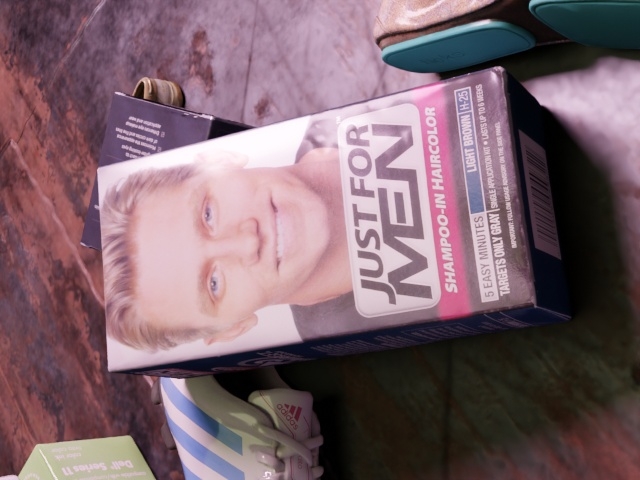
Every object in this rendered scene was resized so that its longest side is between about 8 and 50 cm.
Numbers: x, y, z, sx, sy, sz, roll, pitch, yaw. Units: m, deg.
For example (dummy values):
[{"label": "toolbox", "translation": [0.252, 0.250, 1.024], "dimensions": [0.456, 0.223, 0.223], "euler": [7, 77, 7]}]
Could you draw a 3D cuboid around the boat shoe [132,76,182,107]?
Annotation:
[{"label": "boat shoe", "translation": [-0.201, -0.105, 1.120], "dimensions": [0.153, 0.048, 0.056], "euler": [-52, 53, 25]}]

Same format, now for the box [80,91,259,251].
[{"label": "box", "translation": [-0.137, -0.048, 1.023], "dimensions": [0.156, 0.093, 0.158], "euler": [20, 98, 43]}]

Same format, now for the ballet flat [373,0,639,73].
[{"label": "ballet flat", "translation": [0.163, -0.189, 0.753], "dimensions": [0.316, 0.108, 0.106], "euler": [3, 80, 42]}]

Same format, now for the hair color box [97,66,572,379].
[{"label": "hair color box", "translation": [0.000, 0.000, 0.817], "dimensions": [0.347, 0.105, 0.173], "euler": [-12, 76, 25]}]

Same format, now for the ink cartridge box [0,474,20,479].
[{"label": "ink cartridge box", "translation": [-0.293, 0.408, 0.962], "dimensions": [0.261, 0.066, 0.296], "euler": [51, 129, 36]}]

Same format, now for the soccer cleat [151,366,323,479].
[{"label": "soccer cleat", "translation": [-0.048, 0.209, 0.891], "dimensions": [0.143, 0.116, 0.331], "euler": [-41, 59, 31]}]

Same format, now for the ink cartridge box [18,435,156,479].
[{"label": "ink cartridge box", "translation": [-0.193, 0.385, 1.004], "dimensions": [0.353, 0.119, 0.207], "euler": [50, 119, 34]}]
